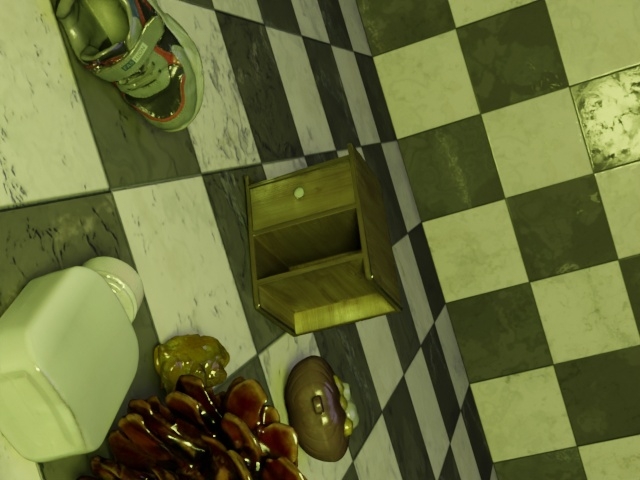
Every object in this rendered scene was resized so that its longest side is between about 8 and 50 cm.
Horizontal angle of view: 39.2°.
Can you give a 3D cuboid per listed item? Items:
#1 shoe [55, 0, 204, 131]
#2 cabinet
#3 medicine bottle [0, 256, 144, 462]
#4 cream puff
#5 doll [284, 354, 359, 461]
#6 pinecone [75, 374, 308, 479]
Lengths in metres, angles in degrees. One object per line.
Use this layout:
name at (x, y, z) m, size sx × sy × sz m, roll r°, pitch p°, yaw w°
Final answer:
shoe at (-0.201, -0.203, 0.946) m, size 0.227 × 0.099 × 0.125 m, roll 59°, pitch 13°, yaw -27°
cabinet at (0.000, 0.000, 1.294) m, size 0.148 × 0.175 × 0.215 m, roll 46°, pitch 33°, yaw -59°
medicine bottle at (-0.202, 0.085, 0.737) m, size 0.183 × 0.069 × 0.119 m, roll -74°, pitch 144°, yaw -59°
cream puff at (-0.137, 0.133, 0.940) m, size 0.083 × 0.083 × 0.058 m, roll -101°, pitch -152°, yaw -58°
doll at (0.004, 0.225, 1.254) m, size 0.188 × 0.096 × 0.145 m, roll -73°, pitch 152°, yaw -79°
pinecone at (-0.108, 0.214, 0.731) m, size 0.208 × 0.208 × 0.207 m, roll -16°, pitch 90°, yaw -74°
